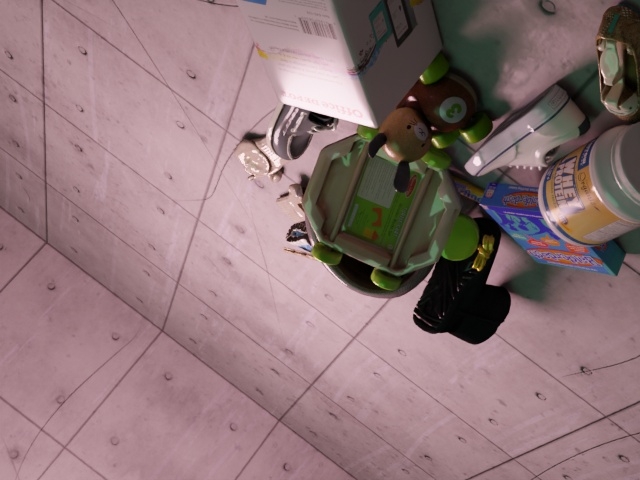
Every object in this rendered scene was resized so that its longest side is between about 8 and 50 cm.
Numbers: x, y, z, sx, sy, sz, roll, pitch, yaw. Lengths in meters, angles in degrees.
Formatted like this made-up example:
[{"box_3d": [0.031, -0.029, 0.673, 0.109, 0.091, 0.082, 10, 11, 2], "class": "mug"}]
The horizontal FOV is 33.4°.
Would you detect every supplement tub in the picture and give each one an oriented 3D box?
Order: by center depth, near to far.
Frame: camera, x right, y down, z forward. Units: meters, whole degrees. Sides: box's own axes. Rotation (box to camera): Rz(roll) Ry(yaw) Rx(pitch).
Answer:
[{"box_3d": [0.421, -0.081, 1.527, 0.144, 0.144, 0.200, 41, 155, -6], "class": "supplement tub"}]

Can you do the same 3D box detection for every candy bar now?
[{"box_3d": [0.257, -0.089, 1.882, 0.162, 0.018, 0.040, 27, 153, 22], "class": "candy bar"}]

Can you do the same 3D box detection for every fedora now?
[{"box_3d": [0.107, -0.032, 2.002, 0.244, 0.124, 0.275, -27, 99, 20], "class": "fedora"}]

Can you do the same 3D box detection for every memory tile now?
[{"box_3d": [-0.002, 0.041, 2.387, 0.148, 0.012, 0.113, 13, 177, 43], "class": "memory tile"}]

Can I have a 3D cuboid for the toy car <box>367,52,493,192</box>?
[{"box_3d": [0.150, -0.173, 1.678, 0.155, 0.188, 0.149, 49, 153, -23], "class": "toy car"}]

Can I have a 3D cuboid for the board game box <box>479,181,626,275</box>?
[{"box_3d": [0.380, -0.018, 1.742, 0.160, 0.047, 0.210, 10, 159, 45], "class": "board game box"}]

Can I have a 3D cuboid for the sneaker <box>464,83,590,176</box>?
[{"box_3d": [0.310, -0.142, 1.629, 0.091, 0.094, 0.258, 45, 154, -4], "class": "sneaker"}]

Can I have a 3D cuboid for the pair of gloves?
[{"box_3d": [-0.079, -0.123, 2.244, 0.240, 0.042, 0.204, 49, 153, -21], "class": "pair of gloves"}]

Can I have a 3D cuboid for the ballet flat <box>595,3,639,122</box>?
[{"box_3d": [0.395, -0.218, 1.421, 0.073, 0.067, 0.206, 17, 148, 34], "class": "ballet flat"}]

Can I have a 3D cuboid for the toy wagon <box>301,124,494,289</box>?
[{"box_3d": [0.142, -0.046, 1.883, 0.345, 0.068, 0.267, 23, 112, 6], "class": "toy wagon"}]

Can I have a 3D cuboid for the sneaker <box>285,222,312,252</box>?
[{"box_3d": [0.000, 0.000, 2.347, 0.162, 0.063, 0.073, 14, 165, 47], "class": "sneaker"}]

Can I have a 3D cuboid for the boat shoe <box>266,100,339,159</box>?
[{"box_3d": [-0.018, -0.227, 1.902, 0.099, 0.116, 0.319, 37, 150, 11], "class": "boat shoe"}]

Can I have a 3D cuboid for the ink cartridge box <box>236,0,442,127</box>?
[{"box_3d": [0.025, -0.339, 1.555, 0.198, 0.197, 0.270, 19, 149, 34], "class": "ink cartridge box"}]

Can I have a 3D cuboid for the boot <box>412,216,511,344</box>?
[{"box_3d": [0.295, 0.080, 2.003, 0.094, 0.246, 0.207, 37, -166, 36], "class": "boot"}]
